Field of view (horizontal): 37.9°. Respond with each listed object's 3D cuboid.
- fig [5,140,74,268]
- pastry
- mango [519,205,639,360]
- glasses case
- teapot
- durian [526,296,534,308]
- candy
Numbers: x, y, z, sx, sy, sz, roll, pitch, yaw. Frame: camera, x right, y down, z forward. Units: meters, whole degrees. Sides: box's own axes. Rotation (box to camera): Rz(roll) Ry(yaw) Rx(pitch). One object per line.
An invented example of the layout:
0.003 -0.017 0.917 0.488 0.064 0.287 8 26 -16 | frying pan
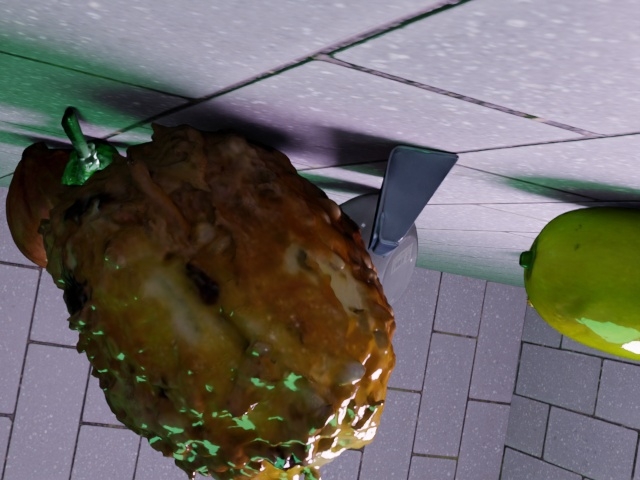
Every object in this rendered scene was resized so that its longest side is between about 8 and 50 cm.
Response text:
-0.377 -0.057 1.379 0.205 0.205 0.205 10 177 0 | fig
-0.101 0.044 0.913 0.337 0.292 0.405 54 -171 -18 | pastry
0.377 0.052 0.980 0.342 0.156 0.192 7 -173 -20 | mango
0.078 -0.040 0.960 0.056 0.105 0.266 36 178 4 | glasses case
0.000 0.000 1.280 0.250 0.184 0.183 22 -177 26 | teapot
0.502 0.079 1.853 0.208 0.103 0.146 -19 164 32 | durian
-0.281 -0.101 1.115 0.097 0.097 0.323 10 169 -4 | candy
